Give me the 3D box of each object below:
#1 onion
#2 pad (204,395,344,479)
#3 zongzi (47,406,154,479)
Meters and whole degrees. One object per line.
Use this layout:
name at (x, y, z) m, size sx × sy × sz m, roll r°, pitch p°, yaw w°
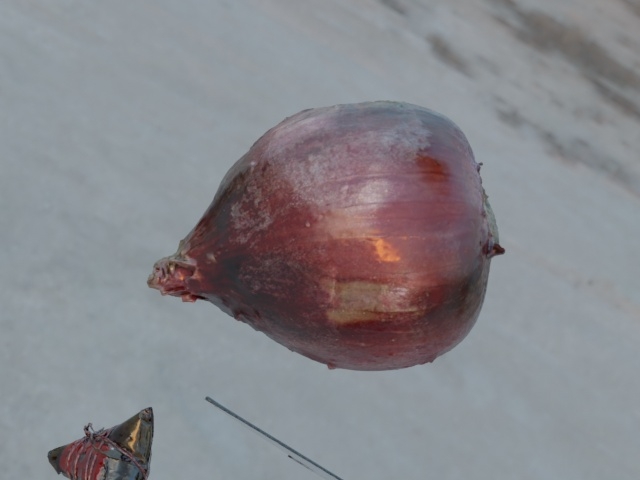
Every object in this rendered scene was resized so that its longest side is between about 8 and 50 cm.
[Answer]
onion at (0.000, 0.000, 0.924) m, size 0.195 × 0.159 × 0.159 m, roll -7°, pitch 25°, yaw -6°
pad at (0.090, 0.238, 1.335) m, size 0.367 × 0.007 × 0.247 m, roll 28°, pitch -9°, yaw 20°
zongzi at (-0.119, 0.128, 1.017) m, size 0.067 × 0.073 × 0.083 m, roll 20°, pitch 9°, yaw -22°
